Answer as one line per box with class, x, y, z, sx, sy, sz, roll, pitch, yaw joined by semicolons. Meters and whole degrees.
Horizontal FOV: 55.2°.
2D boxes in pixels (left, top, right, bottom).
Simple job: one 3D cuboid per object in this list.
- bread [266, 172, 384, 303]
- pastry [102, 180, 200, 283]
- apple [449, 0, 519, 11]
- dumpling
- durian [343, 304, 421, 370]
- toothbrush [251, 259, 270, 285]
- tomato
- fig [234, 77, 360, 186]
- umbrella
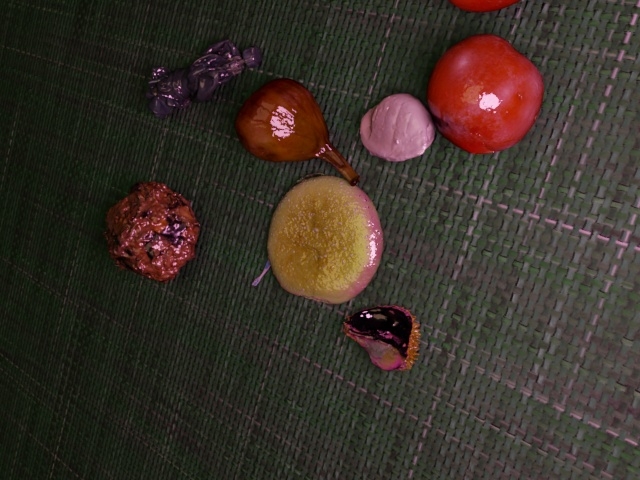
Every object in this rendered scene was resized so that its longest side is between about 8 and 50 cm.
bread;0.003;-0.005;1.363;0.301;0.045;0.301;-2;87;28
pastry;-0.442;-0.023;1.558;0.275;0.193;0.275;-1;88;34
apple;0.289;-0.541;1.076;0.216;0.260;0.260;-35;70;51
dumpling;0.157;-0.223;1.244;0.150;0.092;0.176;-35;70;24
durian;0.144;0.206;1.260;0.187;0.119;0.108;15;135;43
toothbrush;-0.115;0.047;1.458;0.014;0.017;0.162;44;107;20
tomato;0.286;-0.254;1.096;0.184;0.208;0.208;-46;65;0
fig;-0.049;-0.216;1.358;0.190;0.190;0.290;-38;103;26
umbrella;-0.302;-0.415;1.538;0.349;0.094;0.143;-11;88;30
